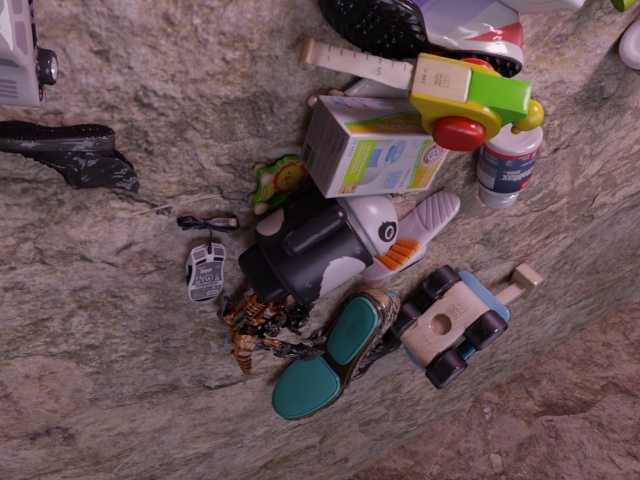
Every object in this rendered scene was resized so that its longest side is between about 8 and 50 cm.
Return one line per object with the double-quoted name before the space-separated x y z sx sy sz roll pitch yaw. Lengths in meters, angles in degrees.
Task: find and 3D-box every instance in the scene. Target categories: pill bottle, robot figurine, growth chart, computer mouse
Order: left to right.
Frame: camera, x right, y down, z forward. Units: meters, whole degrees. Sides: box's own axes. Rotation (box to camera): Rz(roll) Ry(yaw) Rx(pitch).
"computer mouse" -0.205 0.031 0.811 0.105 0.042 0.193 -8 133 -33
"robot figurine" 0.001 0.002 0.798 0.278 0.209 0.174 -33 118 4
"growth chart" 0.109 -0.223 0.740 0.237 0.021 0.172 -31 144 2
"pill bottle" 0.373 -0.152 0.929 0.107 0.108 0.180 -24 143 -7
"pill bottle" 0.666 -0.359 0.887 0.184 0.103 0.103 5 131 -37

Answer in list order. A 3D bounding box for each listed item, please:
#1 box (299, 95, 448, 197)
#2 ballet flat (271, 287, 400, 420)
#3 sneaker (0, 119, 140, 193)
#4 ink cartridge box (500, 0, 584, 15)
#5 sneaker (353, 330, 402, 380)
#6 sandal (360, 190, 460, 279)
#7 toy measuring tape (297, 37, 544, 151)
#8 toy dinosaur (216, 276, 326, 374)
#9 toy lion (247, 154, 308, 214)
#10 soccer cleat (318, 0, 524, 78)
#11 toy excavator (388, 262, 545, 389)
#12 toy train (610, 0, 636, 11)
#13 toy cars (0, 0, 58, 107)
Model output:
"box" 0.088 -0.145 0.711 0.203 0.103 0.114 -7 139 -30
"ballet flat" 0.057 0.310 1.231 0.182 0.164 0.483 0 133 -52
"sneaker" -0.316 -0.098 0.573 0.170 0.051 0.089 -8 134 -32
"ink cartridge box" 0.240 -0.380 0.538 0.212 0.093 0.155 2 105 -34
"sneaker" 0.128 0.319 1.335 0.227 0.087 0.130 -33 142 0
"sandal" 0.200 0.004 0.999 0.265 0.102 0.076 -38 140 8
"toy measuring tape" 0.133 -0.196 0.629 0.329 0.121 0.121 13 136 3
"toy dinosaur" -0.119 0.177 0.989 0.218 0.165 0.322 7 150 -20
"toy lion" -0.067 -0.096 0.766 0.096 0.034 0.100 -14 141 -33
"soccer cleat" 0.143 -0.306 0.617 0.318 0.117 0.108 7 173 -24
"toy excavator" 0.452 0.208 1.347 0.433 0.222 0.445 -47 152 10
"toy train" 0.537 -0.423 0.737 0.143 0.105 0.248 -34 145 23
"toy cars" -0.382 -0.138 0.423 0.393 0.087 0.176 -39 126 11
